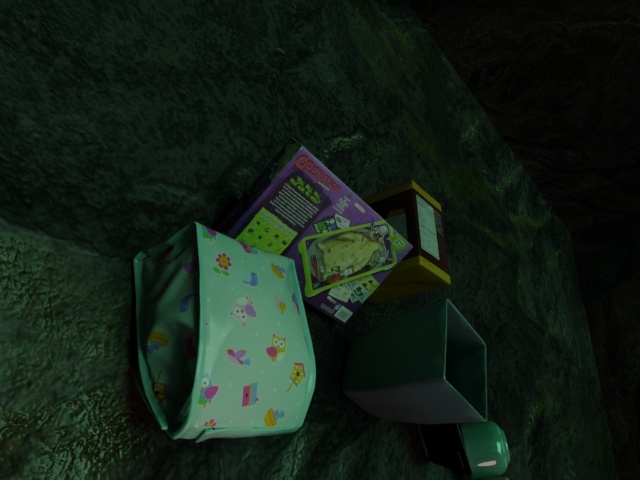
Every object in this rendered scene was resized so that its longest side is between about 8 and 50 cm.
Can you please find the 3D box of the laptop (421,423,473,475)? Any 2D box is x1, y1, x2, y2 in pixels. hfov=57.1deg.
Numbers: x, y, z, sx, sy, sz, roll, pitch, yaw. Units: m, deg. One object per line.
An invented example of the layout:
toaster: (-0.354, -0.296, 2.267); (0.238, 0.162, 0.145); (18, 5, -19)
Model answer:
laptop: (0.285, 0.362, 1.311); (0.264, 0.137, 0.234); (-6, 79, -57)

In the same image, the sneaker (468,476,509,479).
sneaker: (0.348, 0.631, 1.301); (0.296, 0.105, 0.146); (-6, 80, -51)

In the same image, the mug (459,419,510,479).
mug: (0.390, 0.482, 1.401); (0.129, 0.098, 0.157); (68, 15, -53)

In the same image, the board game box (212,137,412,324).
board game box: (0.000, 0.000, 1.039); (0.347, 0.208, 0.056); (38, 9, -41)

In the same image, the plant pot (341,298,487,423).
plant pot: (0.168, 0.245, 1.108); (0.165, 0.234, 0.165); (47, 39, -33)

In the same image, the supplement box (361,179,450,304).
supplement box: (0.152, 0.009, 1.250); (0.129, 0.191, 0.194); (31, 50, -45)

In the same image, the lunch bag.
lunch bag: (-0.127, 0.139, 0.802); (0.223, 0.160, 0.262); (23, 50, -50)
